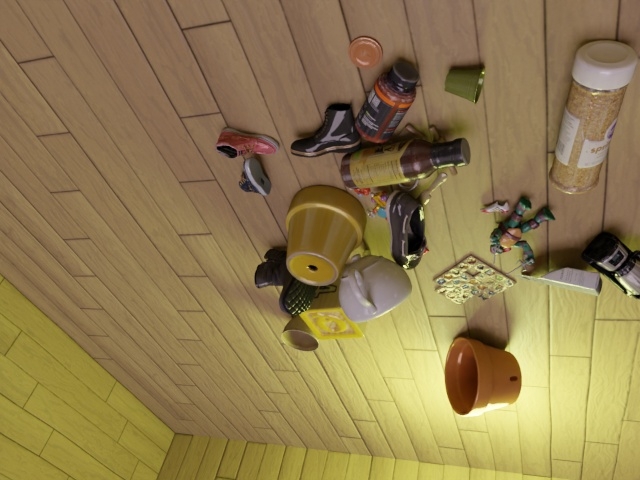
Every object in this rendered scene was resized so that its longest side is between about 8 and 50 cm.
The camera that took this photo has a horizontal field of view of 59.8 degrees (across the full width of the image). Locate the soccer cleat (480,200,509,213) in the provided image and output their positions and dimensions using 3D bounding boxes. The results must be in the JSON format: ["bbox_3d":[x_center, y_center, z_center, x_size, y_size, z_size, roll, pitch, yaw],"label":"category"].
[{"bbox_3d":[0.503,-0.097,1.606,0.083,0.029,0.036,2,113,33],"label":"soccer cleat"}]

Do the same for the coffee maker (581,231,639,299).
[{"bbox_3d":[0.845,0.072,1.594,0.178,0.120,0.171,39,166,-6],"label":"coffee maker"}]

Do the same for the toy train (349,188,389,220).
[{"bbox_3d":[0.164,-0.127,1.681,0.125,0.046,0.166,18,157,36],"label":"toy train"}]

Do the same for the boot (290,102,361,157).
[{"bbox_3d":[0.005,-0.305,1.510,0.197,0.077,0.137,-8,132,8],"label":"boot"}]

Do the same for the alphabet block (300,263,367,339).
[{"bbox_3d":[0.057,0.224,2.010,0.193,0.197,0.192,-10,134,29],"label":"alphabet block"}]

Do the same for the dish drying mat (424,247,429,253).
[{"bbox_3d":[0.321,0.043,1.850,0.032,0.008,0.083,34,137,-19],"label":"dish drying mat"}]

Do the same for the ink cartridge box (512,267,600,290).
[{"bbox_3d":[0.727,0.112,1.699,0.232,0.066,0.189,17,178,31],"label":"ink cartridge box"}]

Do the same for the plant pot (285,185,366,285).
[{"bbox_3d":[0.000,0.000,1.733,0.254,0.239,0.254,10,142,8],"label":"plant pot"}]

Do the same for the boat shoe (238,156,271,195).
[{"bbox_3d":[-0.218,-0.192,1.694,0.083,0.065,0.183,6,157,16],"label":"boat shoe"}]

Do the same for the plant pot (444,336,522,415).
[{"bbox_3d":[0.625,0.518,2.119,0.203,0.291,0.291,4,143,-11],"label":"plant pot"}]

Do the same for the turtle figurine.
[{"bbox_3d":[0.557,-0.010,1.617,0.175,0.118,0.234,12,128,-24],"label":"turtle figurine"}]

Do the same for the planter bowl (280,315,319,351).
[{"bbox_3d":[-0.073,0.371,2.301,0.162,0.109,0.162,10,140,8],"label":"planter bowl"}]

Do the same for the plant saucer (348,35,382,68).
[{"bbox_3d":[0.107,-0.449,1.337,0.083,0.013,0.083,10,141,8],"label":"plant saucer"}]

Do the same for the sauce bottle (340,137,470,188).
[{"bbox_3d":[0.221,-0.208,1.475,0.344,0.111,0.111,-5,136,33],"label":"sauce bottle"}]

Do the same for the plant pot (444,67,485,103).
[{"bbox_3d":[0.336,-0.369,1.308,0.079,0.083,0.083,16,143,19],"label":"plant pot"}]

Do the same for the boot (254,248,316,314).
[{"bbox_3d":[-0.128,0.139,1.868,0.222,0.338,0.118,-11,118,25],"label":"boot"}]

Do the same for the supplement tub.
[{"bbox_3d":[0.168,-0.341,1.372,0.106,0.106,0.198,23,141,-8],"label":"supplement tub"}]

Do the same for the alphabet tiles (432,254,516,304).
[{"bbox_3d":[0.512,0.149,1.908,0.198,0.009,0.237,29,140,-15],"label":"alphabet tiles"}]

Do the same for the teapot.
[{"bbox_3d":[0.151,0.129,1.752,0.187,0.252,0.256,61,153,-5],"label":"teapot"}]

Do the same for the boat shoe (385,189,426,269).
[{"bbox_3d":[0.275,-0.010,1.701,0.095,0.112,0.335,28,152,37],"label":"boat shoe"}]

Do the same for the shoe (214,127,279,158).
[{"bbox_3d":[-0.214,-0.268,1.614,0.178,0.081,0.063,15,141,2],"label":"shoe"}]

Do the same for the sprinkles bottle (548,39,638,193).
[{"bbox_3d":[0.617,-0.272,1.282,0.121,0.121,0.355,5,140,14],"label":"sprinkles bottle"}]

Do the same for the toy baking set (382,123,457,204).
[{"bbox_3d":[0.278,-0.214,1.547,0.196,0.030,0.256,-14,126,41],"label":"toy baking set"}]
